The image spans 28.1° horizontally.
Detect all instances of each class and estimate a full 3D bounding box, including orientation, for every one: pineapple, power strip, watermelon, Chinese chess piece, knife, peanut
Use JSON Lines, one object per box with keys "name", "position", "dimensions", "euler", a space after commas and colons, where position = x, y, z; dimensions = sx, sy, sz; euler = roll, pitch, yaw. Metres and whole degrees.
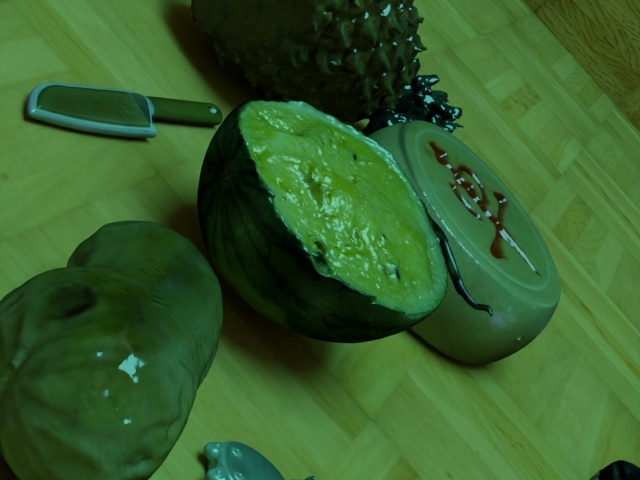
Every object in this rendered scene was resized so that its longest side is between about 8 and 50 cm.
{"name": "pineapple", "position": [0.031, -0.194, 1.268], "dimensions": [0.362, 0.202, 0.202], "euler": [36, 24, -52]}
{"name": "power strip", "position": [-0.034, 0.149, 0.795], "dimensions": [0.083, 0.035, 0.055], "euler": [31, 28, -29]}
{"name": "watermelon", "position": [-0.006, -0.002, 0.959], "dimensions": [0.232, 0.127, 0.204], "euler": [7, 46, -55]}
{"name": "Chinese chess piece", "position": [0.121, -0.001, 1.218], "dimensions": [0.251, 0.097, 0.251], "euler": [38, 26, -23]}
{"name": "knife", "position": [-0.145, -0.102, 1.007], "dimensions": [0.046, 0.022, 0.256], "euler": [59, 25, 14]}
{"name": "peanut", "position": [-0.118, 0.053, 0.710], "dimensions": [0.236, 0.120, 0.110], "euler": [-86, 166, -66]}

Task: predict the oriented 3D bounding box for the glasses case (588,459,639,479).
{"name": "glasses case", "position": [0.263, 0.286, 1.037], "dimensions": [0.122, 0.082, 0.321], "euler": [48, 22, -4]}
